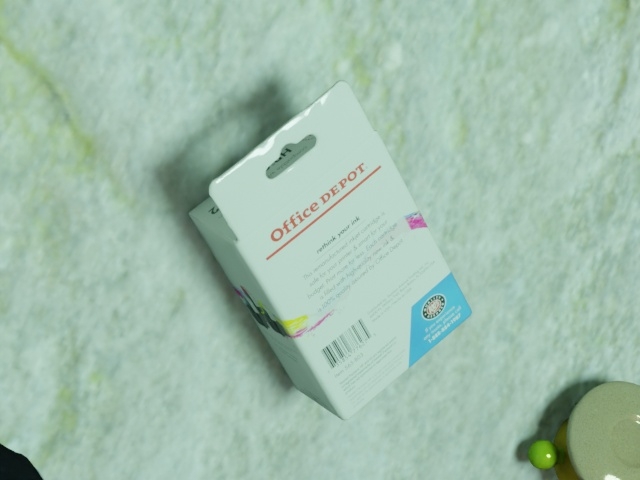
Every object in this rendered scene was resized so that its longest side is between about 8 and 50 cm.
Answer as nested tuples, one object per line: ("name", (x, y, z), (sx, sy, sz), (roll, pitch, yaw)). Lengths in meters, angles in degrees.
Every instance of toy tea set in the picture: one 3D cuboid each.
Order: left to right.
("toy tea set", (0.231, 0.205, 1.214), (0.336, 0.124, 0.200), (10, 67, -16))

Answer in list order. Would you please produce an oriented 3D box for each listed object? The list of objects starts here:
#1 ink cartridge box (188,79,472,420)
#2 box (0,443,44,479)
("ink cartridge box", (0.000, 0.000, 1.020), (0.104, 0.061, 0.181), (-39, 124, -15))
("box", (-0.256, 0.346, 0.648), (0.472, 0.480, 0.297), (-45, 141, 4))
